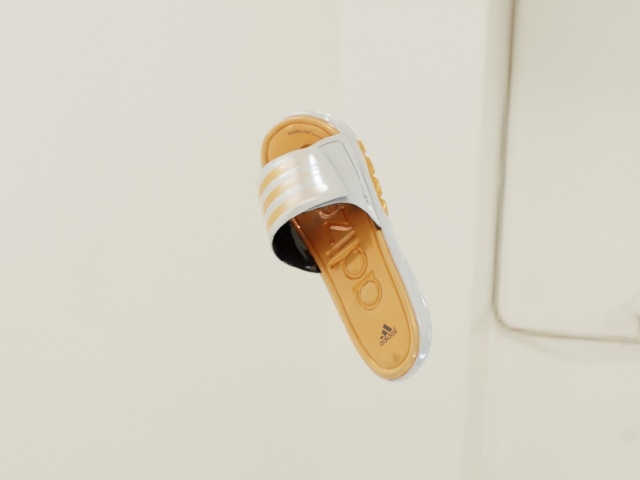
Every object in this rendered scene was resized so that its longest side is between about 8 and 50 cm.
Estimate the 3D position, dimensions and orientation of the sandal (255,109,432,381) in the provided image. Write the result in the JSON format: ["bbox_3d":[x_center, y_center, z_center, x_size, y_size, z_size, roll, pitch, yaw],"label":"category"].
[{"bbox_3d":[0.007,-0.006,1.009,0.076,0.265,0.102,7,-44,-47],"label":"sandal"}]
